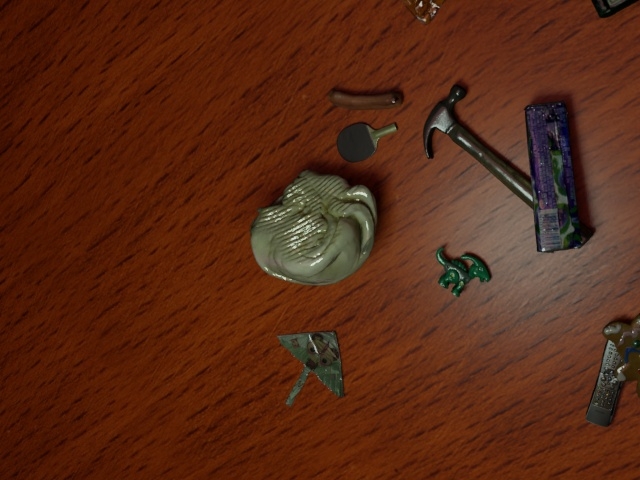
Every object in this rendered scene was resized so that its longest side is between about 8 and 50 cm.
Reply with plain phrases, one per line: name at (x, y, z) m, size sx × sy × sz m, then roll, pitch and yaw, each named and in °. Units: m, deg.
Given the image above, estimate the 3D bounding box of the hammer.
hammer at (0.407, -0.143, 1.880) m, size 0.440 × 0.044 × 0.168 m, roll 41°, pitch 111°, yaw 12°

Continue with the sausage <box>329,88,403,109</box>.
sausage at (0.103, -0.322, 1.982) m, size 0.176 × 0.040 × 0.047 m, roll 4°, pitch 102°, yaw 24°

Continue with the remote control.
remote control at (0.625, 0.301, 1.875) m, size 0.059 × 0.028 × 0.212 m, roll 18°, pitch 105°, yaw 23°

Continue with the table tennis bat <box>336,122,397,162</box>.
table tennis bat at (0.107, -0.236, 2.010) m, size 0.156 × 0.013 × 0.087 m, roll -19°, pitch 91°, yaw 26°

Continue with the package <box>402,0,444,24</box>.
package at (0.215, -0.536, 1.899) m, size 0.110 × 0.033 × 0.077 m, roll 45°, pitch 103°, yaw 5°

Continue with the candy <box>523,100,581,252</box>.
candy at (0.483, -0.131, 1.807) m, size 0.088 × 0.061 × 0.313 m, roll -5°, pitch 88°, yaw 8°

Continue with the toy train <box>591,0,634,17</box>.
toy train at (0.570, -0.589, 1.685) m, size 0.178 × 0.138 × 0.330 m, roll -27°, pitch 87°, yaw 29°

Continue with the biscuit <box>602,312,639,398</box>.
biscuit at (0.684, 0.254, 1.824) m, size 0.138 × 0.031 × 0.205 m, roll -19°, pitch 100°, yaw 11°

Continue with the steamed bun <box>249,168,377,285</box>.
steamed bun at (0.000, 0.000, 1.989) m, size 0.280 × 0.207 × 0.268 m, roll 20°, pitch 68°, yaw 38°

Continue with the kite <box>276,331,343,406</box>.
kite at (-0.029, 0.318, 2.167) m, size 0.229 × 0.012 × 0.250 m, roll 39°, pitch 112°, yaw 16°

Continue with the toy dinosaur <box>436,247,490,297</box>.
toy dinosaur at (0.312, 0.068, 1.957) m, size 0.132 × 0.059 × 0.096 m, roll 39°, pitch 104°, yaw 3°
